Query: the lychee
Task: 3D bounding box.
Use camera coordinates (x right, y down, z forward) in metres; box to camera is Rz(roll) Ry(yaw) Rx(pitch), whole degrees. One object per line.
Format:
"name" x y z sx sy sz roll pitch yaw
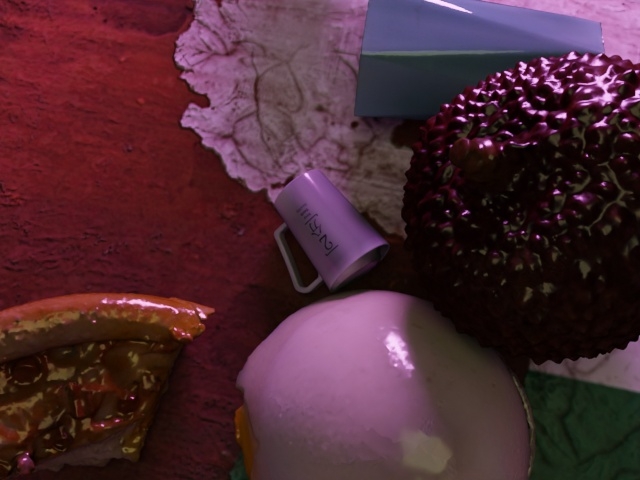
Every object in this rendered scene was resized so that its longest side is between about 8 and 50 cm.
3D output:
"lychee" 0.210 -0.025 0.721 0.276 0.304 0.275 -17 65 40

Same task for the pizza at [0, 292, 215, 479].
"pizza" -0.271 0.150 0.800 0.365 0.074 0.182 -14 95 -11

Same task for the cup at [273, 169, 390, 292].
"cup" 0.000 0.000 0.846 0.104 0.074 0.116 -45 73 18

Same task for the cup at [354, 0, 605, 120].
"cup" 0.158 -0.177 0.846 0.236 0.148 0.134 11 51 3

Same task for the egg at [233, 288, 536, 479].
"egg" 0.059 0.162 0.747 0.286 0.174 0.264 41 79 15
